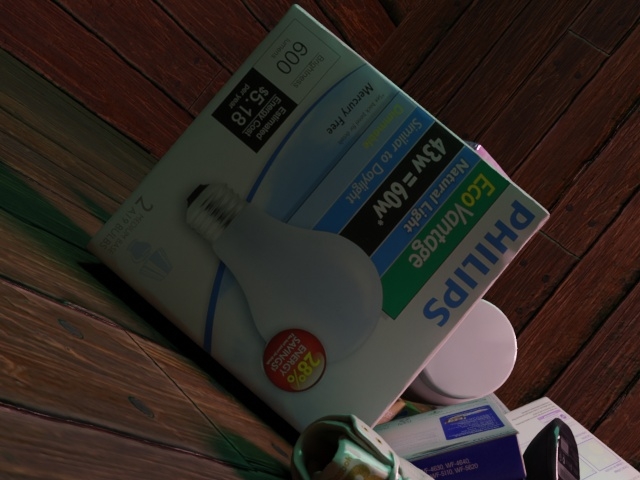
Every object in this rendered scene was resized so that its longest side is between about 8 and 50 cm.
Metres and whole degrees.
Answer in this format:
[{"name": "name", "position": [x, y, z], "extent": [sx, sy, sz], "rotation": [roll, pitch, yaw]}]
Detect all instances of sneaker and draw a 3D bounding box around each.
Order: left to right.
[{"name": "sneaker", "position": [0.073, 0.240, 0.865], "extent": [0.169, 0.108, 0.292], "rotation": [37, -8, -28]}]

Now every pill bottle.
[{"name": "pill bottle", "position": [0.173, 0.157, 1.493], "extent": [0.160, 0.160, 0.283], "rotation": [40, -10, -2]}]

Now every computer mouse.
[{"name": "computer mouse", "position": [0.227, 0.310, 1.118], "extent": [0.060, 0.262, 0.184], "rotation": [-10, -28, 29]}]

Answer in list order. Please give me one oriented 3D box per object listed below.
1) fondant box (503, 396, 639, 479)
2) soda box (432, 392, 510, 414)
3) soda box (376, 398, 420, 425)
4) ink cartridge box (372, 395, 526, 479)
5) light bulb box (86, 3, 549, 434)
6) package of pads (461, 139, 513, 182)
[{"name": "fondant box", "position": [0.327, 0.365, 1.359], "extent": [0.238, 0.096, 0.330], "rotation": [-13, 38, -38]}, {"name": "soda box", "position": [0.283, 0.346, 1.577], "extent": [0.286, 0.098, 0.091], "rotation": [48, -27, 44]}, {"name": "soda box", "position": [0.094, 0.263, 1.650], "extent": [0.058, 0.061, 0.181], "rotation": [41, 1, 28]}, {"name": "ink cartridge box", "position": [0.138, 0.243, 1.188], "extent": [0.332, 0.165, 0.065], "rotation": [30, 45, -84]}, {"name": "light bulb box", "position": [0.000, 0.000, 1.194], "extent": [0.361, 0.358, 0.225], "rotation": [39, -2, 4]}, {"name": "package of pads", "position": [0.194, -0.084, 1.255], "extent": [0.083, 0.032, 0.050], "rotation": [44, -3, -26]}]
